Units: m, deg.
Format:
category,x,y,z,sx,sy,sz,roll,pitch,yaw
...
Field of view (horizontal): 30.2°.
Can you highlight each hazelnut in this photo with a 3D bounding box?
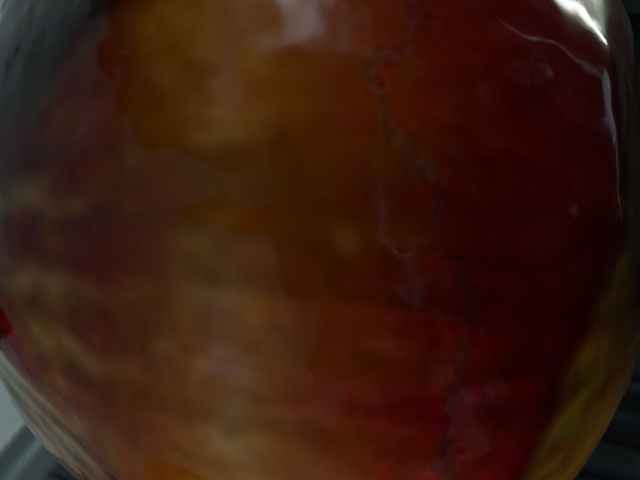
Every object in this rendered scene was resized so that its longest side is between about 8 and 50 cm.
category,x,y,z,sx,sy,sz,roll,pitch,yaw
hazelnut,0.000,0.000,0.667,0.402,0.402,0.429,-36,140,-49
